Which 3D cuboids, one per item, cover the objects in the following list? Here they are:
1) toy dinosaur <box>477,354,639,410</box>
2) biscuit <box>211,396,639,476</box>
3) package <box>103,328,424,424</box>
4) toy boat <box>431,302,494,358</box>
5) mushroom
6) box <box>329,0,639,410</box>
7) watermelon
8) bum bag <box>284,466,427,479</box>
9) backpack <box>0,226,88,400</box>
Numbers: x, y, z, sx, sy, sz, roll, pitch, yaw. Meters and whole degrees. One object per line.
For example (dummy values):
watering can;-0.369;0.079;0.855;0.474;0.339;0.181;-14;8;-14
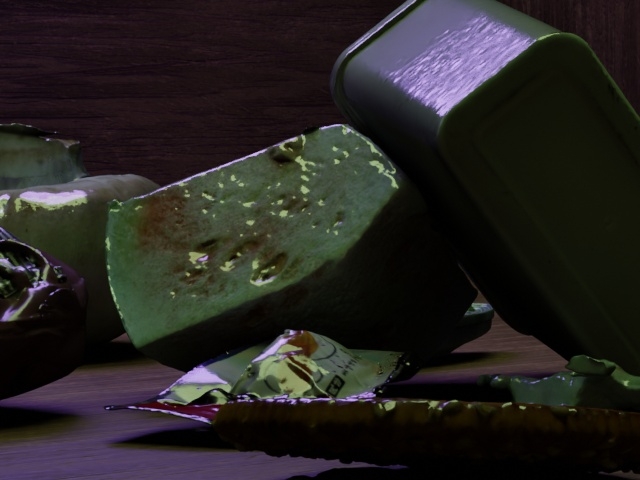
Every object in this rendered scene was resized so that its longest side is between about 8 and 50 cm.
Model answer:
toy dinosaur;0.226;0.122;1.598;0.242;0.053;0.167;-10;-10;35
biscuit;0.081;0.130;1.283;0.305;0.038;0.305;3;-9;0
package;-0.033;0.126;1.645;0.194;0.071;0.269;-2;15;25
toy boat;0.071;0.084;2.107;0.319;0.092;0.141;-2;4;-43
mushroom;-0.328;0.001;2.271;0.352;0.260;0.352;1;-2;0
box;0.200;-0.048;1.798;0.177;0.352;0.344;-39;17;-3
watermelon;0.000;0.000;1.840;0.387;0.228;0.258;-1;-27;-33
bum bag;0.010;0.155;1.197;0.124;0.034;0.058;-3;4;-36
backpack;-0.362;0.055;1.745;0.317;0.197;0.283;2;2;28
